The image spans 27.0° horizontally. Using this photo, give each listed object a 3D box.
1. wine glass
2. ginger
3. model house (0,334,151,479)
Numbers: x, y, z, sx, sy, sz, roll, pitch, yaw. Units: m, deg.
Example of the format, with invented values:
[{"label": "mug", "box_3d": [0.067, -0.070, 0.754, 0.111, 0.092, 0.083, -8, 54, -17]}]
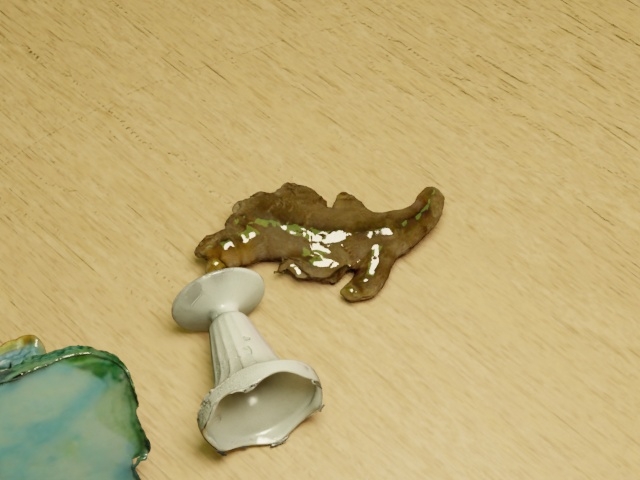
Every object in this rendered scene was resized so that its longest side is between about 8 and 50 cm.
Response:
[{"label": "wine glass", "box_3d": [-0.103, 0.146, 1.682, 0.165, 0.165, 0.196, -21, 57, -9]}, {"label": "ginger", "box_3d": [-0.002, 0.000, 1.809, 0.333, 0.080, 0.166, 5, 75, -2]}, {"label": "model house", "box_3d": [-0.368, 0.198, 1.650, 0.261, 0.226, 0.241, -21, 31, -11]}]
